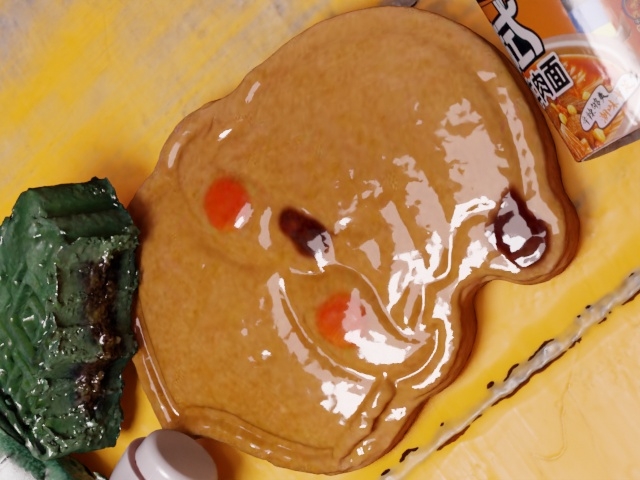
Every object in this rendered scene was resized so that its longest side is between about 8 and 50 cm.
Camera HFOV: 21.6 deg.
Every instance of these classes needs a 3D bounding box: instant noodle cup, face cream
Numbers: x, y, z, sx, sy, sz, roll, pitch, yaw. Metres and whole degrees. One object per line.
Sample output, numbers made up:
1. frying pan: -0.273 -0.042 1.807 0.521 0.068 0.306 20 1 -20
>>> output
1. instant noodle cup: 0.242 -0.186 1.269 0.250 0.250 0.192 -27 86 23
2. face cream: -0.143 0.222 1.476 0.091 0.091 0.095 45 113 21

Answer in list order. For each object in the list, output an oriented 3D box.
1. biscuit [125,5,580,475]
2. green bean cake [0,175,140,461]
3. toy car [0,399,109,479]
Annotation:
1. biscuit: 0.000 0.000 1.468 0.455 0.078 0.350 -49 65 16
2. green bean cake: -0.229 0.068 1.511 0.193 0.107 0.208 56 128 30
3. toy car: -0.320 0.199 1.575 0.141 0.097 0.321 -49 62 8
